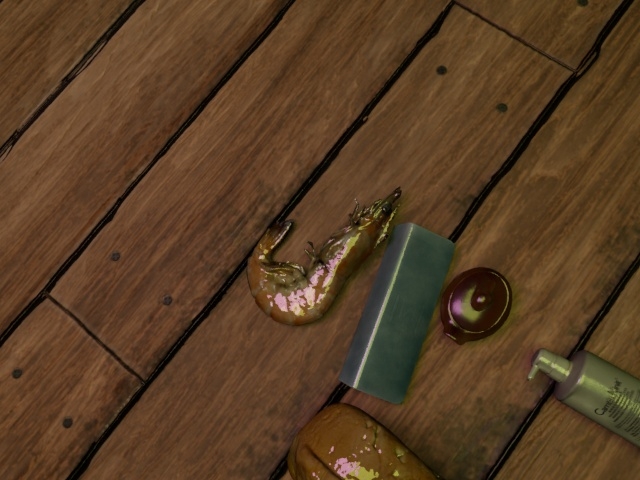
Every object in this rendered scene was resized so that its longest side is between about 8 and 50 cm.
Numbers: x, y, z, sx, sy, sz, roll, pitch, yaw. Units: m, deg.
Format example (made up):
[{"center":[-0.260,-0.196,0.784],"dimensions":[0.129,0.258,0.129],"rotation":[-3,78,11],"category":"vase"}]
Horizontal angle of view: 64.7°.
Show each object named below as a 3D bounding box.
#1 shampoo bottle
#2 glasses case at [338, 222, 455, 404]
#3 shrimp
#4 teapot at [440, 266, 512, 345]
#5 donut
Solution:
[{"center":[0.426,0.231,0.712],"dimensions":[0.262,0.085,0.085],"rotation":[29,82,12],"category":"shampoo bottle"},{"center":[0.121,0.108,0.784],"dimensions":[0.105,0.056,0.266],"rotation":[19,80,10],"category":"glasses case"},{"center":[0.000,0.000,0.823],"dimensions":[0.169,0.058,0.296],"rotation":[40,87,15],"category":"shrimp"},{"center":[0.233,0.099,0.762],"dimensions":[0.098,0.078,0.129],"rotation":[39,84,12],"category":"teapot"},{"center":[0.076,0.331,0.664],"dimensions":[0.261,0.208,0.128],"rotation":[43,71,-1],"category":"donut"}]
